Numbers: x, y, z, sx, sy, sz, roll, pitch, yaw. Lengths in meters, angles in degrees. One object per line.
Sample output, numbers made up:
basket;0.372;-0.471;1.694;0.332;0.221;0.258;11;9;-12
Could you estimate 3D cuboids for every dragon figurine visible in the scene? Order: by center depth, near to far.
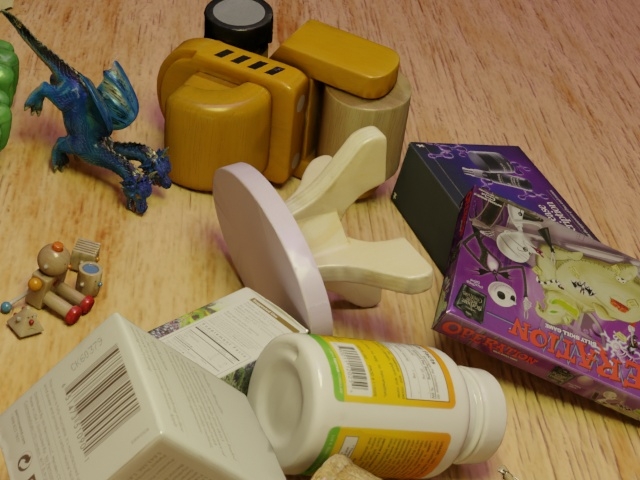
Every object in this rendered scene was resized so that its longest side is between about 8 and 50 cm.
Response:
dragon figurine;-0.284;-0.170;1.599;0.144;0.289;0.085;-11;15;31

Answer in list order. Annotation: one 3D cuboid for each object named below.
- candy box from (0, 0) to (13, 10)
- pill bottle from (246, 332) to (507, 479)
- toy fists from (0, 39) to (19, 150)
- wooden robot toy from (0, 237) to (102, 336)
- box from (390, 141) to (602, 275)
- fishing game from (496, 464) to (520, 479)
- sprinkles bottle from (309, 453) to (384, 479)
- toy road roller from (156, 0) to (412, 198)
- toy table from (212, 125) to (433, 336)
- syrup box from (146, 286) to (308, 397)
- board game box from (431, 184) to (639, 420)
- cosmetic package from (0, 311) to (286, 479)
candy box;-0.529;-0.406;1.877;0.070;0.165;0.196;31;34;19
pill bottle;0.062;0.169;1.285;0.245;0.136;0.136;9;31;-33
toy fists;-0.458;-0.177;1.629;0.142;0.096;0.279;0;36;-8
wooden robot toy;-0.279;0.035;1.398;0.076;0.079;0.173;25;33;12
box;0.233;-0.022;1.714;0.184;0.103;0.261;-2;37;-24
fishing game;0.285;0.309;1.229;0.264;0.041;0.189;25;21;-36
sprinkles bottle;0.138;0.319;1.118;0.355;0.121;0.121;27;33;16
toy road roller;-0.066;-0.158;1.698;0.329;0.202;0.240;21;44;16
toy table;0.000;0.000;1.464;0.161;0.252;0.274;-18;54;-20
syrup box;-0.127;0.140;1.293;0.096;0.093;0.237;34;35;25
board game box;0.311;0.086;1.525;0.347;0.056;0.208;24;54;-8
cosmetic package;-0.147;0.190;1.084;0.183;0.151;0.151;40;13;-41
